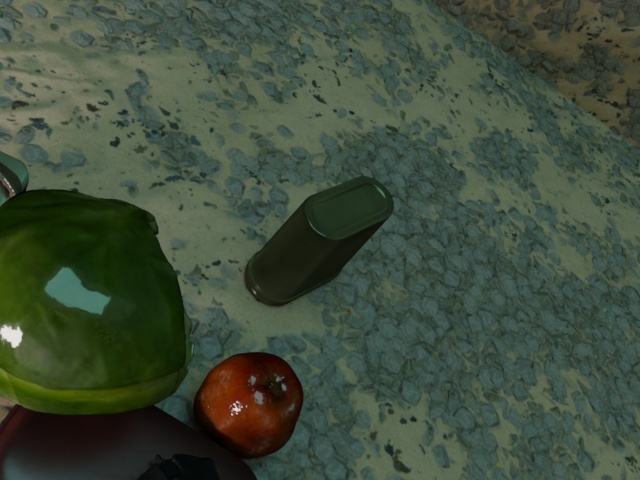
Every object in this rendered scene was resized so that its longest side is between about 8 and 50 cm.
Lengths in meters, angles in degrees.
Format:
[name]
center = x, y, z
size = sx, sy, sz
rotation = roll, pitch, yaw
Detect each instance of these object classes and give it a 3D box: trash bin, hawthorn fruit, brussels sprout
[trash bin]
center = 0.000, 0.000, 1.374
size = 0.243, 0.247, 0.121
rotation = -24, 75, -43
[hawthorn fruit]
center = -0.115, 0.264, 1.152
size = 0.189, 0.189, 0.189
rotation = 17, 50, -22
[brussels sprout]
center = -0.330, 0.071, 0.957
size = 0.314, 0.276, 0.371
rotation = 5, 22, -17

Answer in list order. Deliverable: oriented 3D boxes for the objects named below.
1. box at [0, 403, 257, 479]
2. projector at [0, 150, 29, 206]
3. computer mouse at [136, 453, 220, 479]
[box]
center = -0.277, 0.360, 1.018
size = 0.403, 0.108, 0.263
rotation = 35, 45, -7
[projector]
center = -0.548, -0.034, 1.044
size = 0.163, 0.242, 0.177
rotation = 27, 46, -16
[computer mouse]
center = -0.158, 0.400, 0.938
size = 0.147, 0.088, 0.264
rotation = -17, 67, -43
